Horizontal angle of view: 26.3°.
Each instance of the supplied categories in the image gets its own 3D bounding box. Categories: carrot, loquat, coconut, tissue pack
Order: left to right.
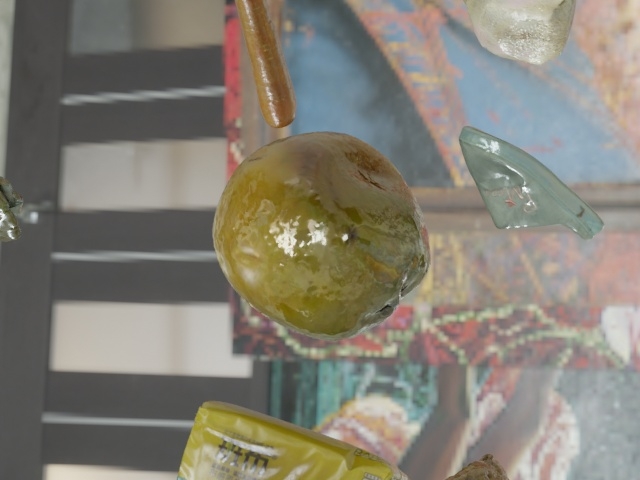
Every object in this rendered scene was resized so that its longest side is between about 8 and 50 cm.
[{"bbox_3d":[-0.065,-0.216,1.472,0.043,0.043,0.248,0,137,15],"label":"carrot"},{"bbox_3d":[-0.029,0.309,1.749,0.270,0.134,0.192,17,168,15],"label":"tissue pack"},{"bbox_3d":[0.000,0.000,1.797,0.284,0.276,0.276,48,-167,21],"label":"loquat"},{"bbox_3d":[0.218,-0.255,1.514,0.124,0.110,0.110,15,176,7],"label":"coconut"}]

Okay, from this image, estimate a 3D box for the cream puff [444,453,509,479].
[{"bbox_3d":[0.103,0.270,0.999,0.183,0.169,0.183,-34,167,-9],"label":"cream puff"}]

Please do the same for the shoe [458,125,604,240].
[{"bbox_3d":[0.210,-0.042,1.424,0.195,0.078,0.079,31,-178,-28],"label":"shoe"}]

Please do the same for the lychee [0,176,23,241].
[{"bbox_3d":[-0.402,-0.001,0.983,0.320,0.270,0.270,-32,169,6],"label":"lychee"}]
